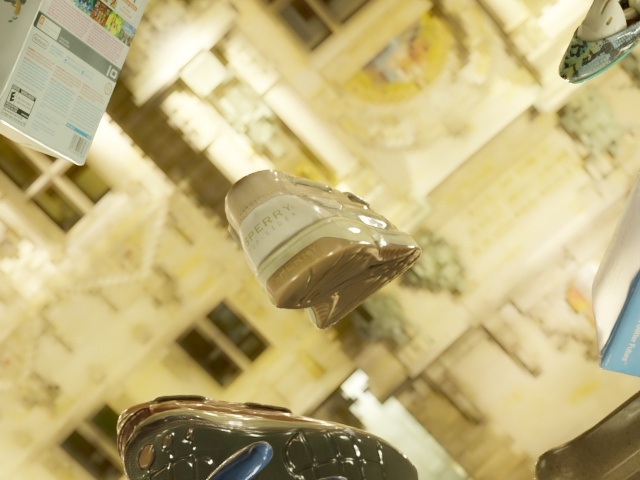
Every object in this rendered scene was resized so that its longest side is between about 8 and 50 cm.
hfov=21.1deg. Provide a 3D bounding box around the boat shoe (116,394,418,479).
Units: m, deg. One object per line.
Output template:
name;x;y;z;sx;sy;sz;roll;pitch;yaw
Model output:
boat shoe;-0.055;0.213;1.724;0.120;0.324;0.123;38;-71;61

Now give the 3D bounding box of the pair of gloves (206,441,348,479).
pair of gloves;-0.027;0.203;0.870;0.159;0.198;0.023;-17;177;26

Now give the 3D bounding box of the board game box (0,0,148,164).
board game box;-0.286;-0.259;1.873;0.303;0.097;0.224;-68;161;-5

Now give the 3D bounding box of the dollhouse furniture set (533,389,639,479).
dollhouse furniture set;0.146;0.161;0.575;0.301;0.151;0.198;-45;-139;36

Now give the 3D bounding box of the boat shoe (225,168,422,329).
boat shoe;0.000;0.000;1.355;0.109;0.098;0.302;-39;167;9

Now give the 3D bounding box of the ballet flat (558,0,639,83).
ballet flat;0.301;-0.227;1.673;0.188;0.070;0.070;-36;-159;-10

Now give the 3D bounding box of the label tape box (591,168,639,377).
label tape box;0.385;0.007;1.194;0.106;0.333;0.241;-83;-173;-53
